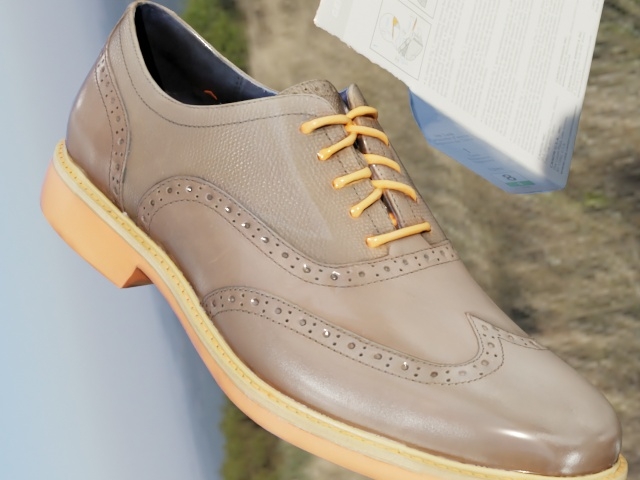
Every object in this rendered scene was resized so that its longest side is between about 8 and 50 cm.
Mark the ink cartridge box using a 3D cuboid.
[{"bbox_3d":[0.084,-0.153,0.886,0.056,0.224,0.181,-7,62,50],"label":"ink cartridge box"}]

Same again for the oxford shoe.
[{"bbox_3d":[0.000,0.000,0.688,0.363,0.130,0.133,33,116,29],"label":"oxford shoe"}]
